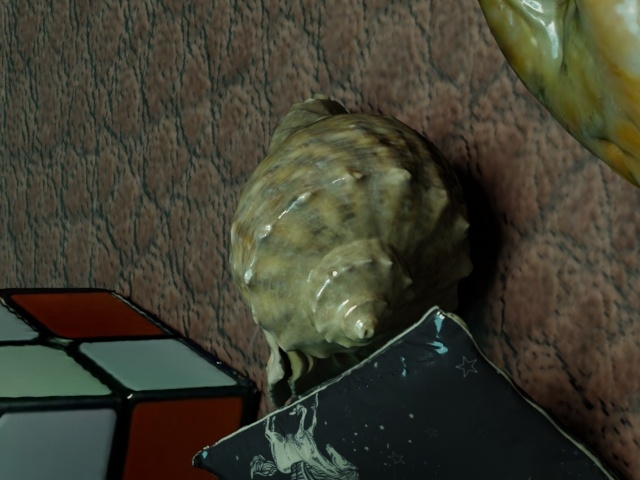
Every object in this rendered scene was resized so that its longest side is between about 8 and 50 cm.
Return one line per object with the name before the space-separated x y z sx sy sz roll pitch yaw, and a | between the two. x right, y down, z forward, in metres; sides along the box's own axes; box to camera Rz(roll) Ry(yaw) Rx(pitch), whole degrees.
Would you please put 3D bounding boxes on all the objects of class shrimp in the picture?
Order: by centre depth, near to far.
shrimp | 0.092 -0.126 0.844 0.145 0.059 0.254 68 176 -67

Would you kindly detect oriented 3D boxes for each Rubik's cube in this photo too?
Rubik's cube | -0.165 0.132 1.152 0.183 0.180 0.167 31 115 52

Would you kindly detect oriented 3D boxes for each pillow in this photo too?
pillow | 0.040 0.109 0.930 0.208 0.141 0.055 -30 22 48

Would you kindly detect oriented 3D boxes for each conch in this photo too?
conch | 0.000 0.000 0.970 0.155 0.130 0.207 -55 27 18
